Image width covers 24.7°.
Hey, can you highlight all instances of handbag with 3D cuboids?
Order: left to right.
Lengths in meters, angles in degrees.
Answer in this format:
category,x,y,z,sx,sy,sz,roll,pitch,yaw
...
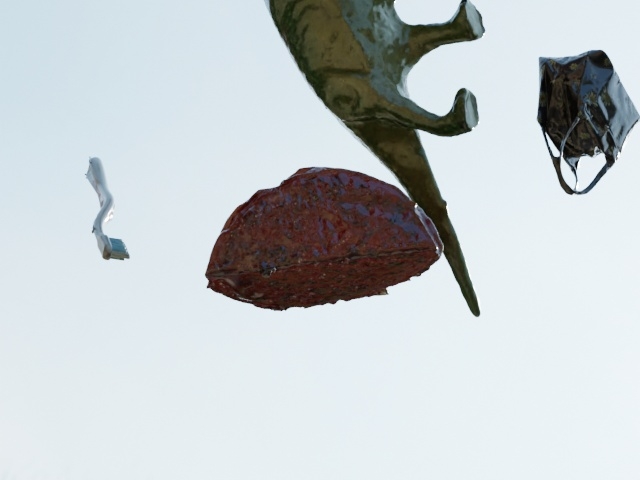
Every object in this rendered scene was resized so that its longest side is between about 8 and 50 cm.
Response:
category,x,y,z,sx,sy,sz,roll,pitch,yaw
handbag,0.252,-0.101,1.408,0.072,0.139,0.115,-8,-42,32

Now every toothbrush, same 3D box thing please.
category,x,y,z,sx,sy,sz,roll,pitch,yaw
toothbrush,-0.154,-0.025,1.024,0.022,0.017,0.204,14,16,-18

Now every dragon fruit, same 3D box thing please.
category,x,y,z,sx,sy,sz,roll,pitch,yaw
dragon fruit,0.000,0.000,1.021,0.162,0.083,0.106,-12,-22,2

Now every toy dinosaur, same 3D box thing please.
category,x,y,z,sx,sy,sz,roll,pitch,yaw
toy dinosaur,-0.032,-0.145,1.077,0.301,0.447,0.087,-10,3,29
